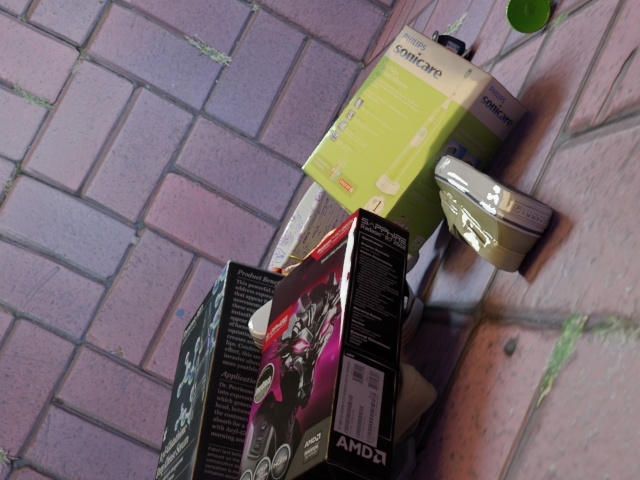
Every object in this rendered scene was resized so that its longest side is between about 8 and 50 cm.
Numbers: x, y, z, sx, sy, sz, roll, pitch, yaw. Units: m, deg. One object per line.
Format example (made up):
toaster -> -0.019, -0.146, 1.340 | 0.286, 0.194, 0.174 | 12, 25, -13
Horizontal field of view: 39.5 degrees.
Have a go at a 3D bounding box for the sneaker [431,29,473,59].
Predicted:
sneaker -> 0.240, -0.336, 1.857 | 0.153, 0.099, 0.282 | -59, 6, 32

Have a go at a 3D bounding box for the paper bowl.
paper bowl -> 0.000, 0.000, 2.084 | 0.284, 0.148, 0.284 | -60, 8, 14

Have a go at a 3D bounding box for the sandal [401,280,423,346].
sandal -> 0.114, 0.117, 1.338 | 0.102, 0.076, 0.265 | -49, -13, -4

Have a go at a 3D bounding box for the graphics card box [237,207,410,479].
graphics card box -> 0.004, 0.164, 1.136 | 0.233, 0.094, 0.371 | -42, 30, 44

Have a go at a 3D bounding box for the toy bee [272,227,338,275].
toy bee -> -0.025, 0.075, 1.852 | 0.298, 0.162, 0.195 | -43, -33, -9

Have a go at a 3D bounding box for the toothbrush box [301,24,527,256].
toothbrush box -> 0.139, -0.154, 1.374 | 0.283, 0.122, 0.206 | -55, 48, 9

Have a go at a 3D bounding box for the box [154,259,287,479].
box -> -0.129, 0.286, 1.511 | 0.293, 0.212, 0.395 | 128, 155, -51

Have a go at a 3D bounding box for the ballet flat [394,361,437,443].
ballet flat -> 0.062, 0.260, 1.138 | 0.248, 0.086, 0.086 | -55, 11, 22

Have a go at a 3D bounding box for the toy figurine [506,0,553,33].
toy figurine -> 0.360, -0.438, 1.526 | 0.159, 0.130, 0.173 | -42, -43, -76

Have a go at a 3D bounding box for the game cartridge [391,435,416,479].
game cartridge -> 0.093, 0.287, 1.098 | 0.083, 0.017, 0.056 | -59, 6, 26

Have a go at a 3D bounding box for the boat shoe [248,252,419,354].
boat shoe -> 0.033, 0.101, 1.411 | 0.301, 0.102, 0.108 | -33, 36, -16

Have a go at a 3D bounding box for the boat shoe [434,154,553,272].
boat shoe -> 0.202, -0.042, 1.159 | 0.094, 0.109, 0.302 | -63, 11, 9
